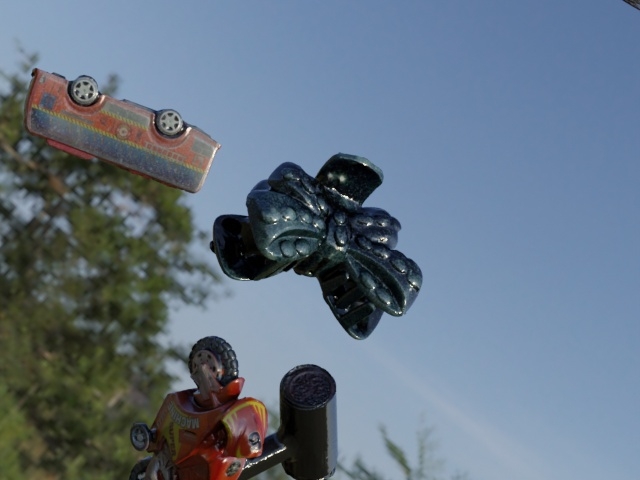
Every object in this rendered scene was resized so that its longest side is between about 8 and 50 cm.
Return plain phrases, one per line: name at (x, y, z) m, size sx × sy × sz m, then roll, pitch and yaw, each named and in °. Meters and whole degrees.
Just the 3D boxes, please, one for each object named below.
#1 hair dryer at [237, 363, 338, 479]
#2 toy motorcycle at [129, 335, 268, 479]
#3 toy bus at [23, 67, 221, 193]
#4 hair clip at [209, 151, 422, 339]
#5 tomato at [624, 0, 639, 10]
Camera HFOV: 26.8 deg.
hair dryer at (-0.081, 0.306, 1.936) m, size 0.089 × 0.251 × 0.197 m, roll 45°, pitch -30°, yaw 33°
toy motorcycle at (-0.162, 0.276, 1.798) m, size 0.171 × 0.298 × 0.089 m, roll 37°, pitch 26°, yaw 24°
toy bus at (-0.195, -0.106, 1.302) m, size 0.192 × 0.077 × 0.065 m, roll 20°, pitch -2°, yaw -14°
hair clip at (0.003, -0.003, 1.951) m, size 0.310 × 0.206 × 0.194 m, roll 28°, pitch -42°, yaw -27°
tomato at (0.563, -0.511, 2.397) m, size 0.338 × 0.143 × 0.338 m, roll 36°, pitch 10°, yaw -7°
